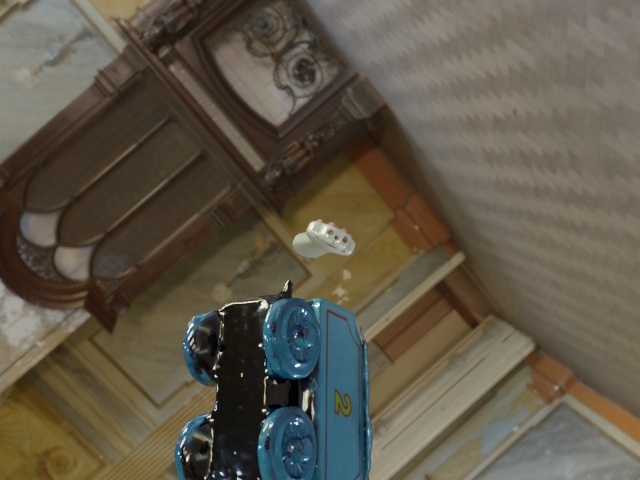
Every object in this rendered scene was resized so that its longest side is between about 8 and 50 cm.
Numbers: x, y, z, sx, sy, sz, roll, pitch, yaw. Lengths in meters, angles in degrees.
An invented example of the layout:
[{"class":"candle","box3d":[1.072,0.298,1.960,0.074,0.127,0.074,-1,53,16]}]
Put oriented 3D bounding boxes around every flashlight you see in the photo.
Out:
[{"class":"flashlight","box3d":[0.000,0.000,1.290,0.093,0.048,0.200,27,167,-14]}]

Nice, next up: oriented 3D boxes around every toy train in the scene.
[{"class":"toy train","box3d":[-0.051,0.218,0.946,0.265,0.188,0.300,31,-127,-51]}]
